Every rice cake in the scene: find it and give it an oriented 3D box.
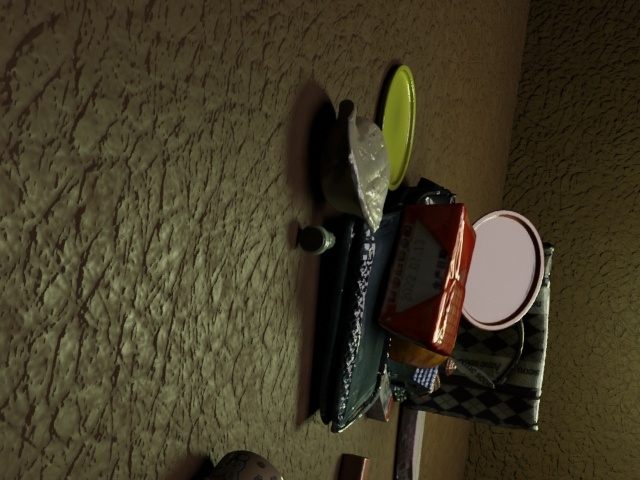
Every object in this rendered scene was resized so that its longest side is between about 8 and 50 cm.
[{"bbox_3d":[0.221,0.456,1.970,0.106,0.050,0.298,-18,115,-69],"label":"rice cake"}]

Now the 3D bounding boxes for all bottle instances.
[{"bbox_3d":[-0.105,0.309,0.894,0.152,0.099,0.099,-45,139,-55],"label":"bottle"}]

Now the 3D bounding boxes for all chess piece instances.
[{"bbox_3d":[0.000,0.000,1.159,0.093,0.042,0.042,7,91,-76],"label":"chess piece"}]

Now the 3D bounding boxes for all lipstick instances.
[{"bbox_3d":[0.053,0.465,1.490,0.045,0.045,0.145,40,61,-66],"label":"lipstick"}]

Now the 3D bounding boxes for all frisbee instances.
[{"bbox_3d":[0.140,-0.208,1.514,0.236,0.017,0.236,8,90,-71],"label":"frisbee"},{"bbox_3d":[0.359,0.060,1.660,0.251,0.021,0.250,-5,100,-32],"label":"frisbee"}]

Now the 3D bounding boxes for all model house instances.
[{"bbox_3d":[0.203,0.280,1.695,0.148,0.149,0.119,72,33,-49],"label":"model house"}]

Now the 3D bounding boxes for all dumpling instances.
[{"bbox_3d":[0.045,-0.108,1.156,0.150,0.092,0.176,40,60,-69],"label":"dumpling"}]

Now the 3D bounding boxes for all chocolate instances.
[{"bbox_3d":[0.186,0.066,1.378,0.237,0.108,0.234,34,69,-70],"label":"chocolate"}]

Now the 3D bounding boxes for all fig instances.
[{"bbox_3d":[0.208,0.121,1.556,0.257,0.159,0.159,-58,158,-3],"label":"fig"}]

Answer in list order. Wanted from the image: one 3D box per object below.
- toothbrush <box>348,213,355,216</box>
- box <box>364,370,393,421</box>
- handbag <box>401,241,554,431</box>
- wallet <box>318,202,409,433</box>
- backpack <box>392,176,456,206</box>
[{"bbox_3d":[0.074,0.020,1.398,0.263,0.026,0.022,74,20,-49],"label":"toothbrush"},{"bbox_3d":[0.103,0.275,1.568,0.218,0.040,0.055,73,29,-51],"label":"box"},{"bbox_3d":[0.342,0.196,1.823,0.180,0.317,0.416,-23,117,-84],"label":"handbag"},{"bbox_3d":[0.070,0.115,1.334,0.237,0.075,0.342,-18,117,-65],"label":"wallet"},{"bbox_3d":[0.197,-0.021,1.611,0.258,0.133,0.206,-4,98,-64],"label":"backpack"}]
